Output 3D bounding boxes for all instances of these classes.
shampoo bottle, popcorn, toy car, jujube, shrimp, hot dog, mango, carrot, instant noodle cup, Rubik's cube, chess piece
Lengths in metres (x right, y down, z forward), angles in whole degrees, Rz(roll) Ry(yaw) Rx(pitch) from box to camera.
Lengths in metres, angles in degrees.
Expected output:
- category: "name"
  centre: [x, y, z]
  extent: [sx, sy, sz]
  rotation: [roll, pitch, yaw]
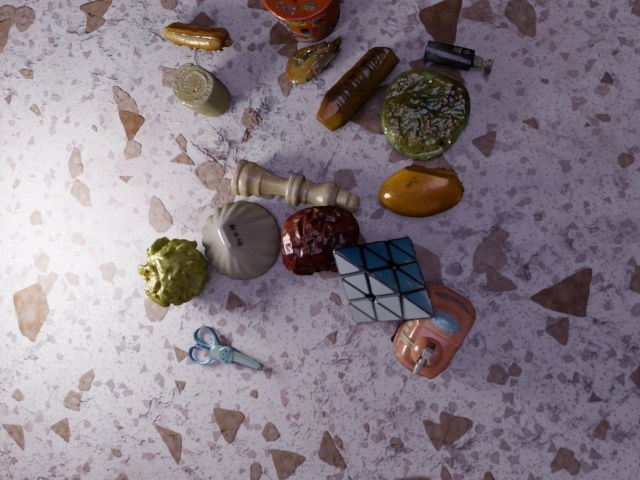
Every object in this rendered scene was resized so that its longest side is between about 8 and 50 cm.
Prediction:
- category: "shampoo bottle"
  centre: [0.419, -0.553, 1.359]
  extent: [0.207, 0.063, 0.057]
  rotation: [20, 80, 12]
- category: "popcorn"
  centre: [-0.468, 0.091, 1.403]
  extent: [0.216, 0.180, 0.235]
  rotation: [29, 117, 30]
- category: "toy car"
  centre: [0.318, 0.257, 1.254]
  extent: [0.180, 0.212, 0.271]
  rotation: [30, 92, 10]
- category: "jujube"
  centre: [0.000, 0.000, 1.323]
  extent: [0.231, 0.213, 0.213]
  rotation: [-2, 87, 2]
- category: "shrimp"
  centre: [-0.023, -0.590, 1.438]
  extent: [0.217, 0.051, 0.115]
  rotation: [-35, 80, 8]
- category: "hot dog"
  centre: [-0.406, -0.671, 1.488]
  extent: [0.248, 0.102, 0.076]
  rotation: [12, 130, 12]
- category: "mango"
  centre: [0.294, -0.146, 1.324]
  extent: [0.251, 0.126, 0.154]
  rotation: [-7, 106, 18]
- category: "carrot"
  centre: [0.107, -0.472, 1.378]
  extent: [0.114, 0.114, 0.302]
  rotation: [42, 92, 9]
- category: "instant noodle cup"
  centre: [-0.048, -0.749, 1.377]
  extent: [0.249, 0.192, 0.251]
  rotation: [0, 88, 9]
- category: "Rubik's cube"
  centre: [0.176, 0.113, 1.274]
  extent: [0.228, 0.228, 0.234]
  rotation: [-13, 85, 7]
- category: "chess piece"
  centre: [-0.073, -0.159, 1.397]
  extent: [0.396, 0.117, 0.117]
  rotation: [13, 89, 8]

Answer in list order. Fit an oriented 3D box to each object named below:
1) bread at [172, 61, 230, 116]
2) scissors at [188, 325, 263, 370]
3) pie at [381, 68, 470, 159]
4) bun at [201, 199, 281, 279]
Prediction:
- category: "bread"
  centre: [-0.384, -0.480, 1.446]
  extent: [0.148, 0.141, 0.134]
  rotation: [40, 97, 10]
- category: "scissors"
  centre: [-0.304, 0.369, 1.443]
  extent: [0.255, 0.030, 0.125]
  rotation: [18, 92, 12]
- category: "pie"
  centre: [0.311, -0.388, 1.358]
  extent: [0.276, 0.078, 0.278]
  rotation: [-1, 86, 11]
- category: "bun"
  centre: [-0.261, -0.004, 1.385]
  extent: [0.262, 0.175, 0.264]
  rotation: [0, 89, 8]
